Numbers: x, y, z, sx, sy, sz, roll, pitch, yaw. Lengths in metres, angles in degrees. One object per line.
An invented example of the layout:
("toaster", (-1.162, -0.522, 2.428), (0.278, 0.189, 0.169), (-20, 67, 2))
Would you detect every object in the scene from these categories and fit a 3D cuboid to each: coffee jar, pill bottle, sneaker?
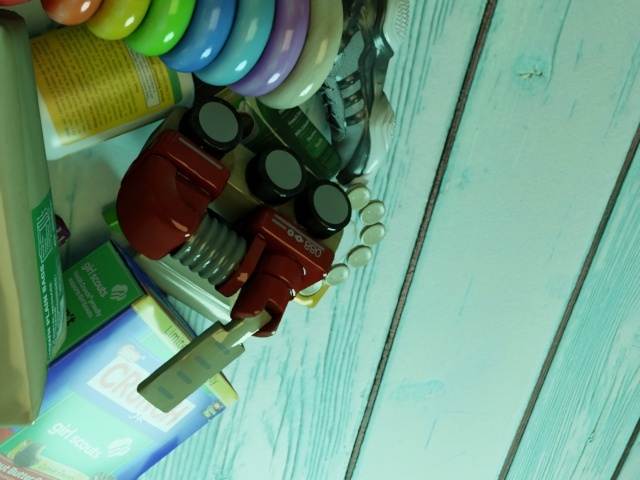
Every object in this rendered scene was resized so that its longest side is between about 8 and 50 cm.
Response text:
("coffee jar", (-0.065, -0.129, 0.903), (0.184, 0.096, 0.079), (53, 38, -18))
("pill bottle", (-0.239, -0.148, 0.798), (0.208, 0.117, 0.117), (-25, 129, -18))
("sneaker", (0.006, -0.184, 0.956), (0.153, 0.101, 0.268), (-5, 120, -24))

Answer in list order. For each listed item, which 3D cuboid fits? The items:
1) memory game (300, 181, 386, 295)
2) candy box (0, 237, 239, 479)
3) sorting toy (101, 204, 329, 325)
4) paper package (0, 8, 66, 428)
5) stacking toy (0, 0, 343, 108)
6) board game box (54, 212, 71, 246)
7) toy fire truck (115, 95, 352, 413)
("memory game", (0.000, 0.000, 1.033), (0.186, 0.012, 0.186), (-17, 137, -17))
("candy box", (-0.287, 0.189, 0.950), (0.317, 0.122, 0.268), (-38, 142, -8))
("sorting toy", (-0.117, -0.002, 1.020), (0.196, 0.047, 0.348), (-46, 132, 4))
("paper package", (-0.377, -0.020, 0.656), (0.310, 0.168, 0.324), (-2, 108, -6))
("stacking toy", (-0.148, -0.207, 0.692), (0.330, 0.141, 0.141), (6, 114, -36))
("board game box", (-0.452, 0.043, 0.827), (0.347, 0.056, 0.208), (-43, 128, -3))
("toy fire truck", (-0.115, 0.024, 0.811), (0.217, 0.158, 0.246), (36, 53, -20))
